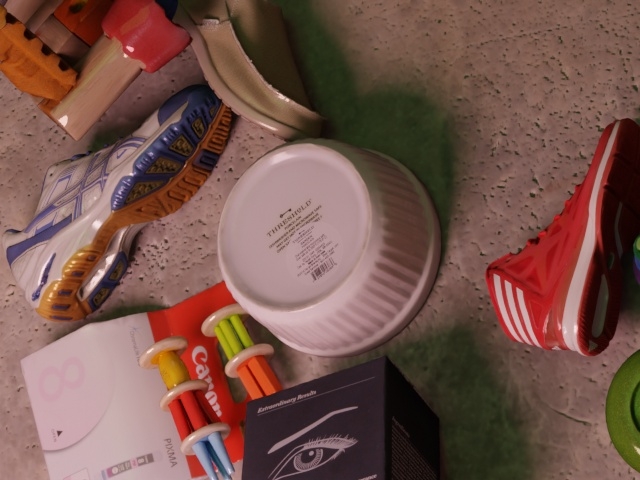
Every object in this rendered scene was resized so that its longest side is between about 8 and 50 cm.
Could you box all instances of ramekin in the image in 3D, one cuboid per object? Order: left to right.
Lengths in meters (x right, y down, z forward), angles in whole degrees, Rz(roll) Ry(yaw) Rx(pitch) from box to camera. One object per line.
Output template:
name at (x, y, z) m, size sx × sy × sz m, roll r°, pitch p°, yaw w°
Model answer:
ramekin at (0.000, 0.000, 1.751) m, size 0.207 × 0.109 × 0.207 m, roll -8°, pitch 72°, yaw 26°

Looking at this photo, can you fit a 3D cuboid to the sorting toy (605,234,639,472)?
sorting toy at (0.280, 0.157, 1.544) m, size 0.127 × 0.126 × 0.365 m, roll -4°, pitch 75°, yaw 28°

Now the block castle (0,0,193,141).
block castle at (-0.331, -0.322, 1.862) m, size 0.213 × 0.303 × 0.453 m, roll -48°, pitch 44°, yaw -1°

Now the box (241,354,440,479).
box at (0.018, 0.226, 1.635) m, size 0.153 × 0.108 × 0.207 m, roll -20°, pitch 42°, yaw 23°

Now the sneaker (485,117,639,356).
sneaker at (0.212, -0.009, 1.653) m, size 0.128 × 0.087 × 0.221 m, roll 3°, pitch 66°, yaw 38°

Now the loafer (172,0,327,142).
loafer at (-0.073, -0.198, 1.851) m, size 0.092 × 0.102 × 0.268 m, roll -48°, pitch 59°, yaw 16°

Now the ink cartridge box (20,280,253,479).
ink cartridge box at (-0.174, 0.159, 1.834) m, size 0.232 × 0.066 × 0.189 m, roll -29°, pitch 64°, yaw 23°

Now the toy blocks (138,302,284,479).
toy blocks at (-0.091, 0.150, 1.775) m, size 0.123 × 0.054 × 0.148 m, roll -28°, pitch 67°, yaw -3°

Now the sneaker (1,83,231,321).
sneaker at (-0.219, -0.061, 1.887) m, size 0.296 × 0.112 × 0.131 m, roll -48°, pitch 59°, yaw 8°
